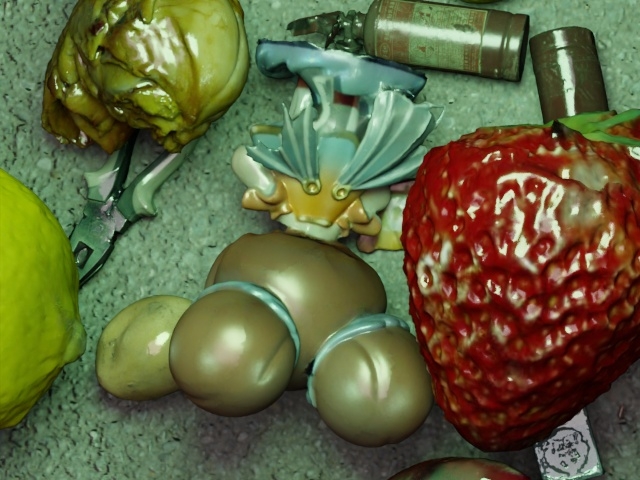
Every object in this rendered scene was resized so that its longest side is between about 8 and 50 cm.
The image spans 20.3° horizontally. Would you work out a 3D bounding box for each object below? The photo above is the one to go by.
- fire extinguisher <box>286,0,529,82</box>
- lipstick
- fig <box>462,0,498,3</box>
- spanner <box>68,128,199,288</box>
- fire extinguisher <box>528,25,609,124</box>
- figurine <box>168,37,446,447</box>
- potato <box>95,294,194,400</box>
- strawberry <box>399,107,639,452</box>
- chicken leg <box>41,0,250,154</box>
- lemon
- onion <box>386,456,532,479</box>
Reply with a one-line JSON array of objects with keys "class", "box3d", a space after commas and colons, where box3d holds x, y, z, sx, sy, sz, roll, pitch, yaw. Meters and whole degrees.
[{"class": "fire extinguisher", "box3d": [0.094, -0.224, 1.910, 0.252, 0.106, 0.075, 10, 95, 10]}, {"class": "lipstick", "box3d": [0.223, 0.099, 1.871, 0.066, 0.068, 0.317, -16, 81, 7]}, {"class": "fig", "box3d": [0.211, -0.299, 1.913, 0.166, 0.093, 0.093, -2, 83, 4]}, {"class": "spanner", "box3d": [-0.203, -0.079, 1.974, 0.095, 0.040, 0.325, 30, 87, 12]}, {"class": "fire extinguisher", "box3d": [0.285, -0.090, 1.888, 0.089, 0.072, 0.268, -4, 80, -31]}, {"class": "figurine", "box3d": [0.001, 0.000, 1.843, 0.276, 0.248, 0.388, 14, 88, -14]}, {"class": "potato", "box3d": [-0.174, 0.117, 1.914, 0.147, 0.112, 0.112, -26, 80, 12]}, {"class": "strawberry", "box3d": [0.225, 0.031, 1.706, 0.291, 0.292, 0.310, -14, 81, 7]}, {"class": "chicken leg", "box3d": [-0.218, -0.239, 1.908, 0.295, 0.182, 0.409, -50, 44, 35]}, {"class": "lemon", "box3d": [-0.416, 0.054, 1.856, 0.336, 0.336, 0.336, -1, 83, 9]}, {"class": "onion", "box3d": [0.164, 0.339, 1.804, 0.272, 0.195, 0.272, 5, 100, 33]}]
